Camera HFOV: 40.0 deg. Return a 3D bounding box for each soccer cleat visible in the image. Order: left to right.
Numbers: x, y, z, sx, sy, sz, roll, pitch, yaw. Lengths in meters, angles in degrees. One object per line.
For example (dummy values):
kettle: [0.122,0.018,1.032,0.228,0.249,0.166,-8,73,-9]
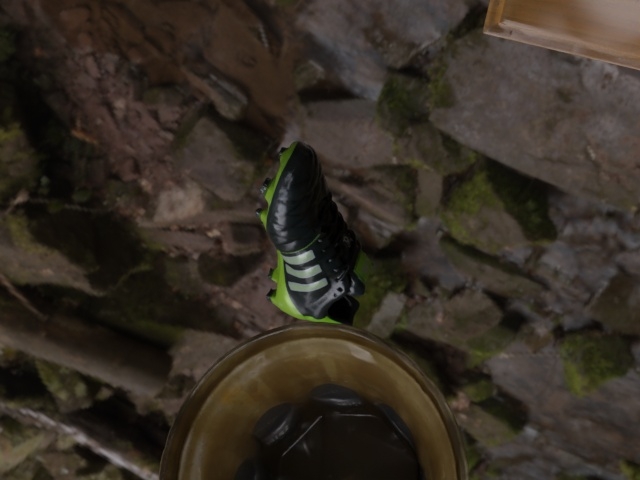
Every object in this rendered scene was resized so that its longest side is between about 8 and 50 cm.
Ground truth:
soccer cleat: [0.000,0.000,0.583,0.072,0.060,0.179,17,149,11]

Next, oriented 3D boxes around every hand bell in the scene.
hand bell: [0.034,0.127,0.440,0.126,0.126,0.242,15,169,24]

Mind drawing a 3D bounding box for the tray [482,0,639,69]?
tray: [0.375,-0.246,0.800,0.411,0.076,0.203,17,121,13]
